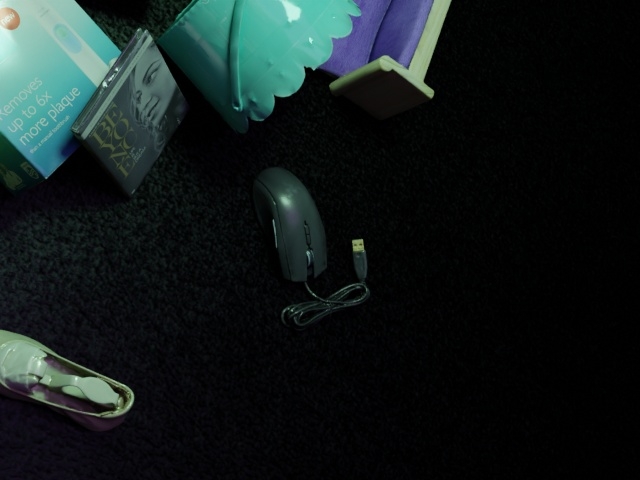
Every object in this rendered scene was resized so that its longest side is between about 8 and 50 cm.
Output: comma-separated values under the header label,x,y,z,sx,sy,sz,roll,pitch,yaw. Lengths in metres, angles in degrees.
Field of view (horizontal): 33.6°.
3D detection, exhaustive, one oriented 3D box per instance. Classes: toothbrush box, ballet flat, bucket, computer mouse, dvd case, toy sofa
label,x,y,z,sx,sy,sz,roll,pitch,yaw
toothbrush box,-0.418,-0.243,1.403,0.295,0.126,0.216,49,57,-16
ballet flat,-0.355,0.178,1.389,0.248,0.086,0.086,28,66,-27
bucket,-0.094,-0.314,1.561,0.183,0.281,0.281,43,60,-16
computer mouse,0.000,0.000,1.681,0.184,0.060,0.262,-13,88,-35
dvd case,-0.253,-0.168,1.450,0.018,0.221,0.164,27,76,17
toy sofa,0.130,-0.404,1.797,0.177,0.150,0.362,33,64,-27
